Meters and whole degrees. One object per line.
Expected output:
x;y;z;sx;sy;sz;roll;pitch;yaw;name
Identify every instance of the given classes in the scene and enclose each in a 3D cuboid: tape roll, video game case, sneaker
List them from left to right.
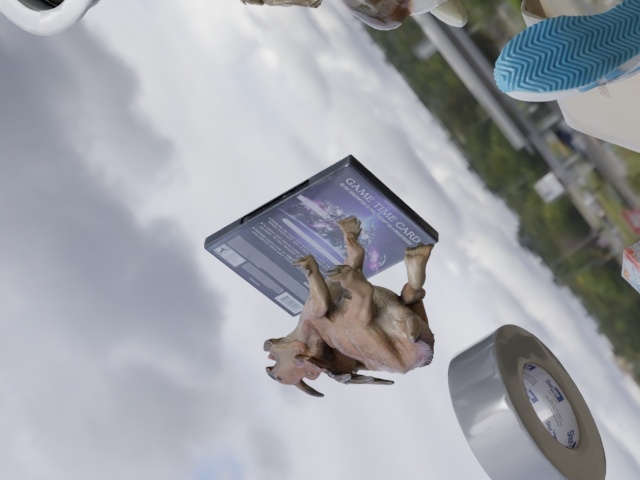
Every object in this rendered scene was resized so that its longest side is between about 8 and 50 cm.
0.000;0.000;1.945;0.196;0.274;0.026;40;-144;-32;video game case
0.243;0.208;1.612;0.219;0.072;0.219;41;-152;-28;tape roll
0.284;-0.193;1.445;0.092;0.228;0.087;108;139;-67;sneaker

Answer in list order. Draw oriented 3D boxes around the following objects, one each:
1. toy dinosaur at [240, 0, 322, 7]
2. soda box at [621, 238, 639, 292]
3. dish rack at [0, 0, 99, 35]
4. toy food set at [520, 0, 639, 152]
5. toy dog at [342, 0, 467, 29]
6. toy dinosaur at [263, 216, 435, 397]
-0.084;-0.343;1.919;0.183;0.053;0.092;16;179;29;toy dinosaur
0.494;0.005;1.853;0.058;0.183;0.063;50;162;36;soda box
-0.202;-0.355;1.052;0.285;0.333;0.072;41;-156;19;dish rack
0.437;-0.242;1.980;0.306;0.092;0.220;28;155;49;toy food set
0.086;-0.434;1.985;0.395;0.284;0.408;59;-177;-18;toy dog
0.055;0.100;1.508;0.295;0.127;0.200;16;124;54;toy dinosaur
